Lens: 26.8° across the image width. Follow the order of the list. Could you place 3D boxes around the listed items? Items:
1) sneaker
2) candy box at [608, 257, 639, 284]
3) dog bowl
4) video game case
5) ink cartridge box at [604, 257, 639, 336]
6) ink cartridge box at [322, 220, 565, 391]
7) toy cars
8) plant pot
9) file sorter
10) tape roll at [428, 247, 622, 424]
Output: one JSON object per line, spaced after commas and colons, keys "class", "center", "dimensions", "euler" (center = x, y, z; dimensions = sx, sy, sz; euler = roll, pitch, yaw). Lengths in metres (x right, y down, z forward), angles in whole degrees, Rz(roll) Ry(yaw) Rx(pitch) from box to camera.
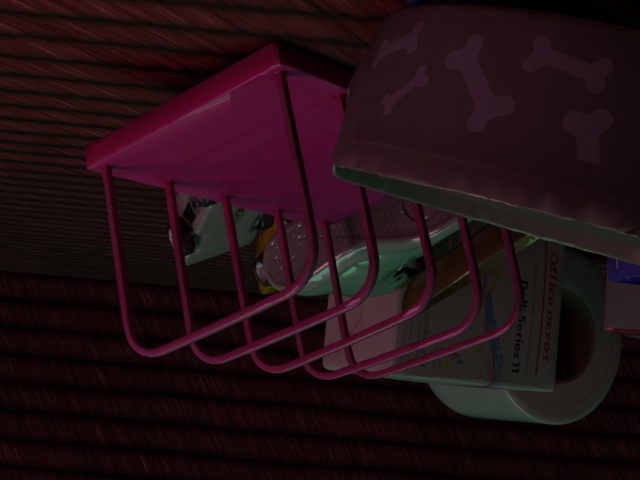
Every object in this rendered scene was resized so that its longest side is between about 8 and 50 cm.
{"class": "sneaker", "center": [0.083, -0.017, 1.295], "dimensions": [0.256, 0.094, 0.151], "euler": [-26, 160, 32]}
{"class": "candy box", "center": [0.443, -0.011, 1.099], "dimensions": [0.317, 0.122, 0.268], "euler": [7, 173, -32]}
{"class": "dog bowl", "center": [0.172, -0.045, 0.780], "dimensions": [0.349, 0.102, 0.349], "euler": [15, -179, 0]}
{"class": "video game case", "center": [0.146, -0.126, 0.823], "dimensions": [0.119, 0.015, 0.166], "euler": [0, 172, 37]}
{"class": "ink cartridge box", "center": [0.443, 0.061, 1.655], "dimensions": [0.128, 0.127, 0.176], "euler": [0, 171, 32]}
{"class": "ink cartridge box", "center": [0.176, 0.068, 1.582], "dimensions": [0.353, 0.207, 0.119], "euler": [10, 173, -42]}
{"class": "toy cars", "center": [-0.056, -0.041, 1.335], "dimensions": [0.176, 0.087, 0.394], "euler": [-33, 161, 11]}
{"class": "plant pot", "center": [0.175, 0.005, 1.350], "dimensions": [0.236, 0.032, 0.236], "euler": [-32, 173, -4]}
{"class": "file sorter", "center": [0.000, 0.000, 1.053], "dimensions": [0.202, 0.182, 0.291], "euler": [-24, 157, 34]}
{"class": "tape roll", "center": [0.279, 0.133, 1.887], "dimensions": [0.246, 0.246, 0.169], "euler": [9, 172, -32]}
